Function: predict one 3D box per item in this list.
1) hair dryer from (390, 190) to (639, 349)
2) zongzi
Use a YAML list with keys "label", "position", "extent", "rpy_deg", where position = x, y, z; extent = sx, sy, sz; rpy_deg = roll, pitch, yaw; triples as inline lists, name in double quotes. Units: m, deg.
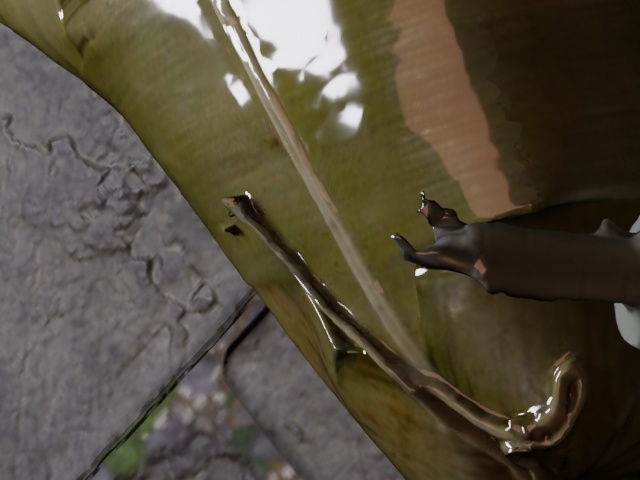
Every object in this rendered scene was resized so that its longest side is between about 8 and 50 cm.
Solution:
- label: "hair dryer"
  position: [0.191, 0.038, 0.514]
  extent: [0.357, 0.107, 0.173]
  rpy_deg: [9, 61, -9]
- label: "zongzi"
  position: [0.000, 0.000, 0.723]
  extent: [0.418, 0.181, 0.447]
  rpy_deg: [-19, 77, 41]
